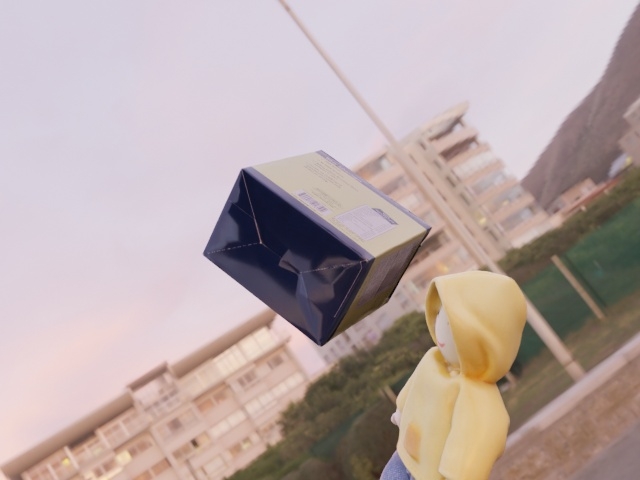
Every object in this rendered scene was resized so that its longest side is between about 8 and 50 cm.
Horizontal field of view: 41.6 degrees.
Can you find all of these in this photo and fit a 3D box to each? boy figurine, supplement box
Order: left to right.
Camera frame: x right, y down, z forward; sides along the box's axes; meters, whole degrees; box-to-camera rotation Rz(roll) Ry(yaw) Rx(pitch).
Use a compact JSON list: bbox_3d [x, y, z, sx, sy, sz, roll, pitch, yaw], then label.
[{"bbox_3d":[0.000,0.000,0.452,0.083,0.083,0.056,-23,-35,-58],"label":"supplement box"},{"bbox_3d":[0.098,0.163,0.708,0.177,0.092,0.285,-111,37,-70],"label":"boy figurine"}]
